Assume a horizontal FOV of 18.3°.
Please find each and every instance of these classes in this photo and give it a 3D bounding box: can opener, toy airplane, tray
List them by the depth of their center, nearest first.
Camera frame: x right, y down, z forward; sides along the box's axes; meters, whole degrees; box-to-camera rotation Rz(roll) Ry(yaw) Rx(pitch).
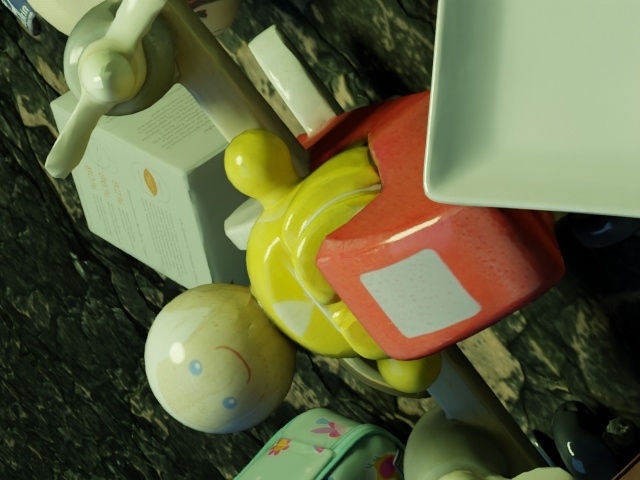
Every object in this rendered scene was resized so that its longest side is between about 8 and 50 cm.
[{"bbox_3d":[0.129,-0.146,0.912,0.145,0.030,0.270,5,91,26],"label":"tray"},{"bbox_3d":[0.000,0.000,1.167,0.386,0.272,0.384,41,166,29],"label":"toy airplane"},{"bbox_3d":[0.215,0.184,1.335,0.186,0.059,0.073,45,126,-2],"label":"can opener"}]

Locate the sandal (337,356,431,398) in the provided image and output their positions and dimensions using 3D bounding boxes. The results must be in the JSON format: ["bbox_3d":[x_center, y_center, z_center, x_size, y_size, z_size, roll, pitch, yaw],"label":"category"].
[{"bbox_3d":[0.027,0.043,1.465,0.180,0.072,0.049,52,131,13],"label":"sandal"}]

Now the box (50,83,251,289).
[{"bbox_3d":[-0.111,-0.050,1.534,0.170,0.091,0.130,28,142,41],"label":"box"}]

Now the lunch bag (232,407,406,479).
[{"bbox_3d":[-0.001,0.284,1.544,0.108,0.279,0.224,6,137,56],"label":"lunch bag"}]

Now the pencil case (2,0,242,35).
[{"bbox_3d":[-0.127,-0.299,1.205,0.183,0.160,0.410,22,144,12],"label":"pencil case"}]

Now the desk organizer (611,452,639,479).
[{"bbox_3d":[0.232,0.127,1.159,0.050,0.130,0.047,17,135,45],"label":"desk organizer"}]
